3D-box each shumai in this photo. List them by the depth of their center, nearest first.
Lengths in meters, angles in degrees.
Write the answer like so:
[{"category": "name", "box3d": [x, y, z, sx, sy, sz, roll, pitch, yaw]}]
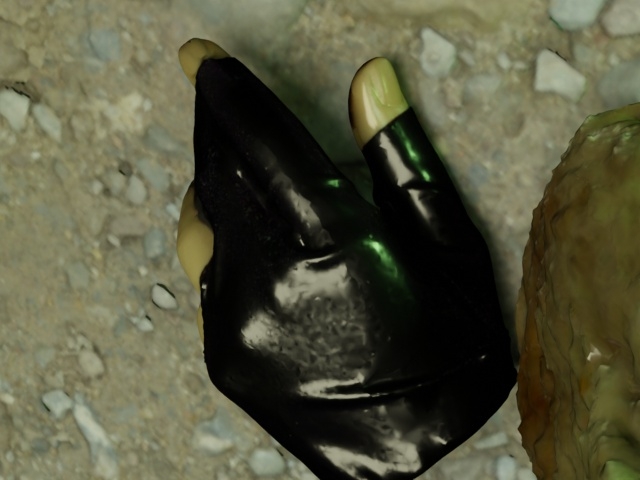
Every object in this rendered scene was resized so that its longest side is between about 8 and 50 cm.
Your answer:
[{"category": "shumai", "box3d": [0.183, 0.090, 0.927, 0.267, 0.262, 0.314, -20, 94, 32]}]

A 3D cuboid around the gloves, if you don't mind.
[{"category": "gloves", "box3d": [0.001, 0.003, 1.080, 0.197, 0.152, 0.301, -36, 71, 6]}]
